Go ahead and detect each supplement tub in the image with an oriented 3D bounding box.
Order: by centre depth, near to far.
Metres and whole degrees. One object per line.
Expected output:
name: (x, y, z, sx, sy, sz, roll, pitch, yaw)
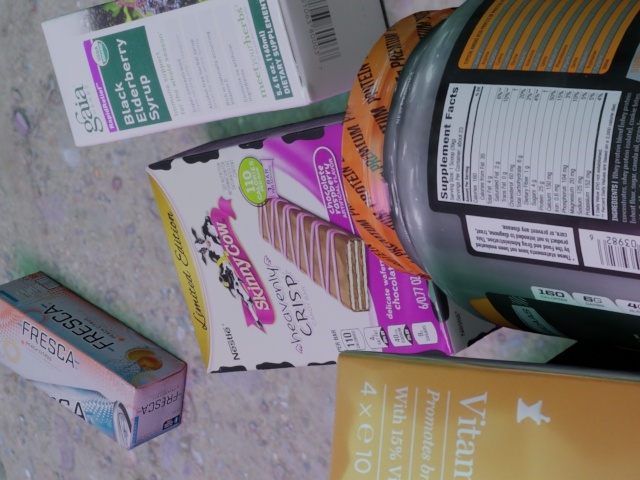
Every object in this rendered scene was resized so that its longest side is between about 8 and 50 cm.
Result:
supplement tub: (0.176, -0.039, 0.824, 0.316, 0.193, 0.193, 9, 112, 42)

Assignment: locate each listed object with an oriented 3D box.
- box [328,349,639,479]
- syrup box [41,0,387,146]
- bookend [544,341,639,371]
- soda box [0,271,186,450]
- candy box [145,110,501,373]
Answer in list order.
box: (0.185, 0.175, 0.802, 0.345, 0.168, 0.215, 4, 87, 21)
syrup box: (-0.073, -0.129, 1.092, 0.237, 0.096, 0.093, -6, 102, 43)
bookend: (0.174, 0.140, 0.968, 0.156, 0.072, 0.157, -40, 77, 36)
soda box: (-0.193, 0.094, 1.317, 0.183, 0.058, 0.063, 28, 124, 33)
candy box: (0.000, 0.000, 1.090, 0.233, 0.071, 0.159, -9, 100, 45)
